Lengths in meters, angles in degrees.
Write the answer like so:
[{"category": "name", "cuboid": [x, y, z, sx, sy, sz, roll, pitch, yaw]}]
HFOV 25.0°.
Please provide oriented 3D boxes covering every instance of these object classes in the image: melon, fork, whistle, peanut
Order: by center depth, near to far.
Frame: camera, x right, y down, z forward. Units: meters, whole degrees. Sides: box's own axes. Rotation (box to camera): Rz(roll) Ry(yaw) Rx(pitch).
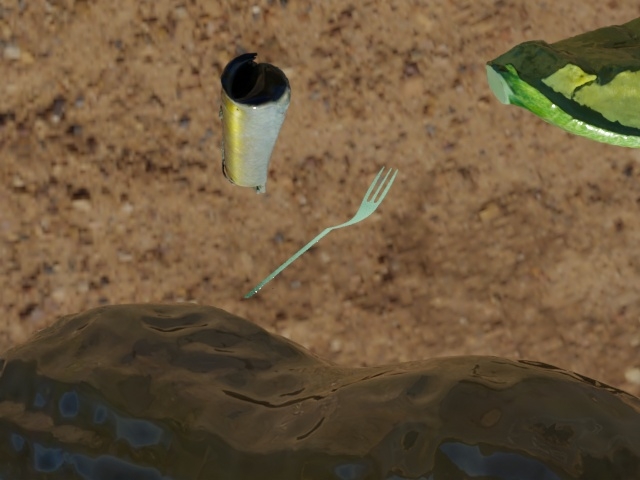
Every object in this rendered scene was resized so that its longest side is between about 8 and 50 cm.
[{"category": "peanut", "cuboid": [0.002, 0.097, 0.529, 0.313, 0.149, 0.149, 0, 142, 33]}, {"category": "melon", "cuboid": [0.307, -0.158, 1.385, 0.323, 0.196, 0.124, -14, 122, -14]}, {"category": "whistle", "cuboid": [-0.072, -0.110, 1.454, 0.057, 0.068, 0.326, -31, 172, -10]}, {"category": "fork", "cuboid": [0.001, 0.002, 1.583, 0.235, 0.021, 0.039, -42, 152, 24]}]
